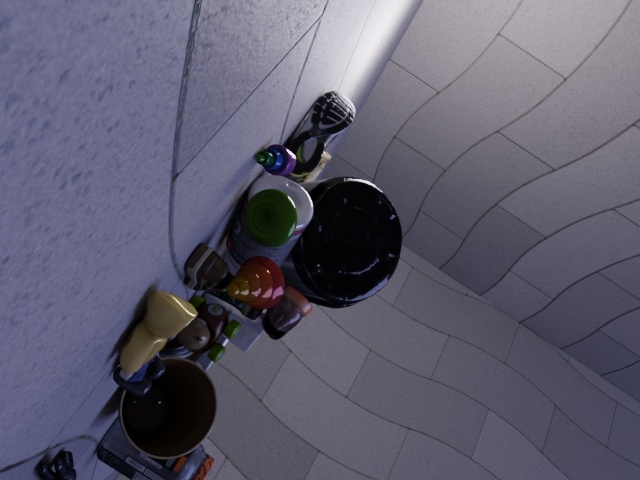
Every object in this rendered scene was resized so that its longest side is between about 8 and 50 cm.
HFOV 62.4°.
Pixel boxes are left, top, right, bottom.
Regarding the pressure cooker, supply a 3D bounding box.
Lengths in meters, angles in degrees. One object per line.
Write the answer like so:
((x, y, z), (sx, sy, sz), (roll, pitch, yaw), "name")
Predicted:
((0.001, -0.006, 1.620), (0.375, 0.370, 0.420), (-59, -154, -15), "pressure cooker")

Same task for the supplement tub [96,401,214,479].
((-0.497, 0.654, 1.615), (0.193, 0.316, 0.193), (-57, -178, 3), "supplement tub")

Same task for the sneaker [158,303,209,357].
((-0.393, 0.264, 1.555), (0.222, 0.083, 0.118), (-22, 116, -63), "sneaker")

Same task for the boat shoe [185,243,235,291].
((-0.243, 0.084, 1.186), (0.095, 0.095, 0.257), (-57, -179, -12), "boat shoe")

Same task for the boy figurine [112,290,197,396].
((-0.309, 0.181, 1.007), (0.285, 0.092, 0.177), (-52, -179, 39), "boy figurine")

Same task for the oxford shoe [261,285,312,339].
((-0.133, 0.231, 1.618), (0.133, 0.130, 0.364), (-46, 177, -19), "oxford shoe")

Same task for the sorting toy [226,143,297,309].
((-0.135, -0.022, 1.108), (0.126, 0.127, 0.366), (-10, 113, -65), "sorting toy")

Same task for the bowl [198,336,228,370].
((-0.417, 0.353, 2.074), (0.298, 0.134, 0.298), (-56, -178, 2), "bowl")

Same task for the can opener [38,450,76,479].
((-0.510, 0.443, 1.014), (0.059, 0.073, 0.186), (-15, 159, -21), "can opener")

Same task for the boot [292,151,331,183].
((-0.061, -0.220, 1.756), (0.203, 0.095, 0.262), (-55, -176, 1), "boot")

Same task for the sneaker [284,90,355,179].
((-0.018, -0.278, 1.402), (0.300, 0.111, 0.121), (-53, -168, -23), "sneaker")

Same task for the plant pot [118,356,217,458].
((-0.426, 0.438, 1.379), (0.254, 0.237, 0.237), (-30, -157, 53), "plant pot")

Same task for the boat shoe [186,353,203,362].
((-0.408, 0.315, 1.797), (0.111, 0.104, 0.307), (-45, -172, 32), "boat shoe")

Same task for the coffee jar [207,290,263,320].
((-0.246, 0.156, 1.575), (0.096, 0.184, 0.079), (-56, -179, 4), "coffee jar")

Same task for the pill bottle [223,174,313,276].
((-0.143, -0.014, 1.324), (0.283, 0.161, 0.161), (-55, -178, 45), "pill bottle")

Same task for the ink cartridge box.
((-0.288, 0.244, 1.725), (0.092, 0.218, 0.158), (-51, -178, 11), "ink cartridge box")

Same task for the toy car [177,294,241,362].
((-0.325, 0.233, 1.410), (0.149, 0.155, 0.188), (-57, 169, -5), "toy car")
